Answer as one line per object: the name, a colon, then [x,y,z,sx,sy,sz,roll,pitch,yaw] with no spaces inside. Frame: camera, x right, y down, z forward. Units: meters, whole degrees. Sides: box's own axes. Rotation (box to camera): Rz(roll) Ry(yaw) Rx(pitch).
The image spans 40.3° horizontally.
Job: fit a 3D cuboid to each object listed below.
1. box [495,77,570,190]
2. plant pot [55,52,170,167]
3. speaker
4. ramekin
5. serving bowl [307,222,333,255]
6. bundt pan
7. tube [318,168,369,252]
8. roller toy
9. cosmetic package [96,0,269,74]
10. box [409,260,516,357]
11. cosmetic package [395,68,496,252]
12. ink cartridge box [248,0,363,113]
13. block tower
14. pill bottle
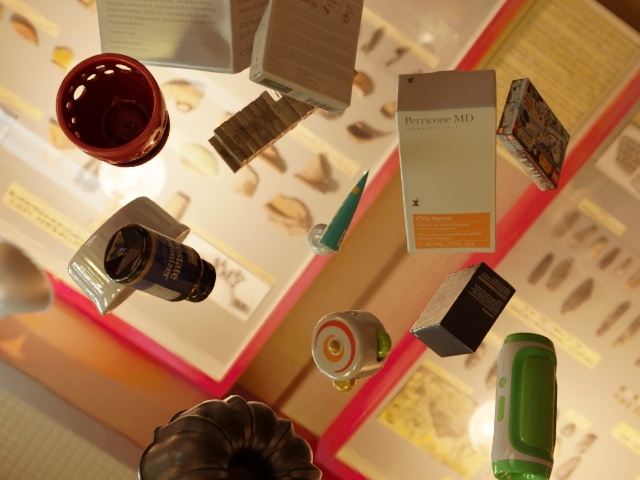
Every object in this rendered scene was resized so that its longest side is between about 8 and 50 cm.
box: [0.294,-0.144,1.197,0.027,0.094,0.137,-4,146,43]
plant pot: [-0.378,-0.234,1.627,0.191,0.191,0.174,38,175,3]
speaker: [0.422,0.346,1.800,0.131,0.131,0.296,27,-122,-28]
ramekin: [-0.437,0.027,1.963,0.135,0.277,0.277,44,-161,-1]
serving bowl: [0.000,0.000,2.184,0.083,0.083,0.027,42,-152,16]
bundt pan: [-0.129,0.403,1.445,0.331,0.124,0.330,24,-137,-26]
tube: [0.064,-0.072,2.036,0.052,0.207,0.080,28,176,-10]
roller toy: [0.076,0.292,2.408,0.146,0.209,0.191,2,-140,-50]
cosmetic package: [-0.249,-0.582,1.803,0.328,0.393,0.329,10,-153,22]
box: [0.277,0.139,1.709,0.093,0.158,0.156,40,162,-5]
cosmetic package: [0.314,-0.180,2.119,0.230,0.453,0.161,-1,-137,11]
ink cartridge box: [-0.020,-0.361,1.530,0.189,0.066,0.232,16,-110,-32]
block tower: [-0.071,-0.275,1.769,0.091,0.335,0.097,51,174,-1]
pill bottle: [-0.316,0.054,1.751,0.219,0.123,0.123,27,-161,-49]
